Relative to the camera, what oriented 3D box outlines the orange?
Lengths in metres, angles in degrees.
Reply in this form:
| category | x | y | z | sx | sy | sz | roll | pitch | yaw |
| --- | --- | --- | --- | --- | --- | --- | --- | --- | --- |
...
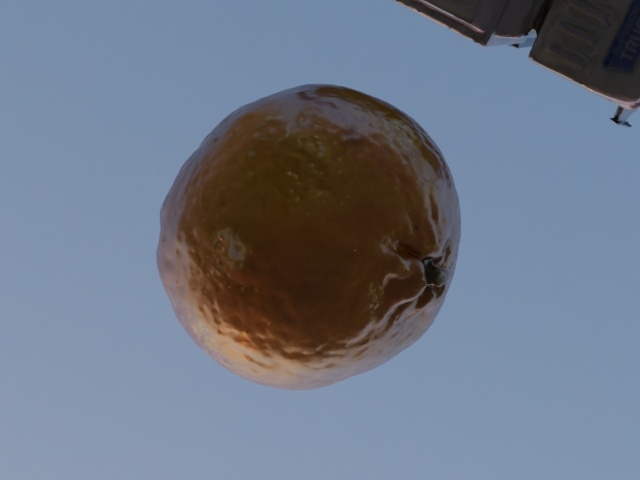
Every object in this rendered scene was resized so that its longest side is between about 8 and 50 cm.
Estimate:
| category | x | y | z | sx | sy | sz | roll | pitch | yaw |
| --- | --- | --- | --- | --- | --- | --- | --- | --- | --- |
| orange | -0.003 | 0.000 | 0.825 | 0.177 | 0.155 | 0.178 | -24 | -40 | -22 |

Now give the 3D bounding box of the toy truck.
| category | x | y | z | sx | sy | sz | roll | pitch | yaw |
| --- | --- | --- | --- | --- | --- | --- | --- | --- | --- |
| toy truck | 0.123 | -0.180 | 0.954 | 0.268 | 0.155 | 0.124 | 30 | -69 | 19 |
